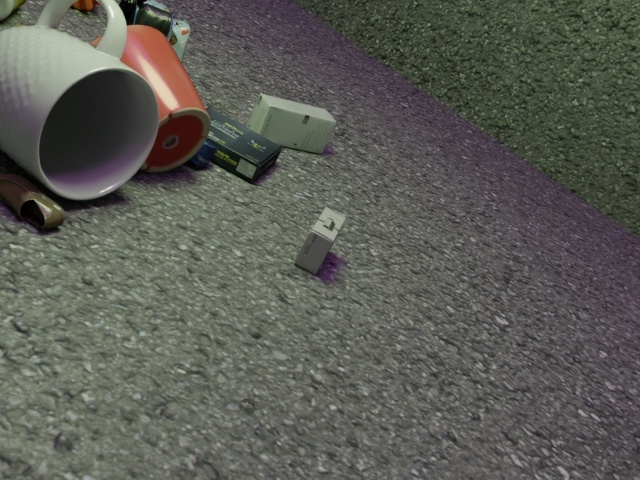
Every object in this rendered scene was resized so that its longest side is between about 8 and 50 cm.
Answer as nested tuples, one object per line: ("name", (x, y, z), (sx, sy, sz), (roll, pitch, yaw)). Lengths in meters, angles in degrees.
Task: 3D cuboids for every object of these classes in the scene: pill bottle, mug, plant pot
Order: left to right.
("pill bottle", (-0.869, -0.682, 2.042), (0.117, 0.117, 0.215), (20, 28, -14))
("mug", (-0.506, -0.316, 1.464), (0.328, 0.374, 0.276), (34, 12, 28))
("plant pot", (-0.393, -0.302, 1.688), (0.275, 0.275, 0.243), (-12, 57, -51))

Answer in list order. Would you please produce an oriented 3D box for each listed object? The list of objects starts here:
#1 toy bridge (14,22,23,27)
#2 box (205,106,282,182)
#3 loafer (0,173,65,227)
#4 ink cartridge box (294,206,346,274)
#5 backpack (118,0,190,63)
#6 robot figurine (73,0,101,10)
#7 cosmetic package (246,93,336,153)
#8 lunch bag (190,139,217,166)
("toy bridge", (-0.854, -0.551, 1.884), (0.188, 0.063, 0.026), (18, 28, -20))
("box", (-0.233, -0.250, 1.926), (0.232, 0.059, 0.183), (30, 26, 4))
("loafer", (-0.533, -0.072, 1.352), (0.148, 0.056, 0.050), (29, 21, 4))
("ink cartridge box", (0.000, 0.000, 1.659), (0.056, 0.099, 0.135), (29, 28, 1))
("backpack", (-0.473, -0.532, 2.003), (0.213, 0.277, 0.263), (15, 23, -33))
("robot figurine", (-0.768, -0.806, 2.338), (0.219, 0.158, 0.128), (41, 8, 24))
("cosmetic package", (-0.082, -0.331, 2.142), (0.231, 0.117, 0.085), (5, 33, -35))
("lunch bag", (-0.307, -0.224, 1.806), (0.098, 0.065, 0.067), (36, 8, 12))
